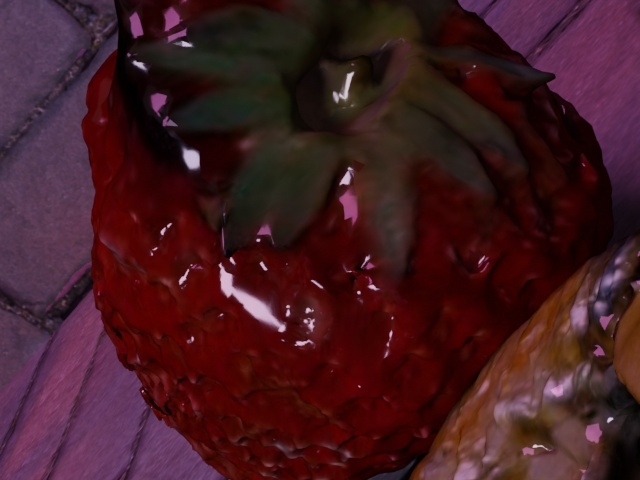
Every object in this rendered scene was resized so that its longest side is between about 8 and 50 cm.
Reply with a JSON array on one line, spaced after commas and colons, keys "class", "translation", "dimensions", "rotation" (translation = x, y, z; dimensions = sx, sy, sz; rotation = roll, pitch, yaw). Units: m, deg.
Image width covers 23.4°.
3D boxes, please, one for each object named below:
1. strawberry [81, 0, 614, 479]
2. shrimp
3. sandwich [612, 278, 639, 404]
[{"class": "strawberry", "translation": [0.006, -0.012, 0.861], "dimensions": [0.291, 0.292, 0.310], "rotation": [-56, -8, -17]}, {"class": "shrimp", "translation": [0.146, 0.072, 0.565], "dimensions": [0.445, 0.085, 0.272], "rotation": [-45, 20, 39]}, {"class": "sandwich", "translation": [0.210, 0.018, 0.331], "dimensions": [0.227, 0.155, 0.198], "rotation": [-50, 16, 10]}]
